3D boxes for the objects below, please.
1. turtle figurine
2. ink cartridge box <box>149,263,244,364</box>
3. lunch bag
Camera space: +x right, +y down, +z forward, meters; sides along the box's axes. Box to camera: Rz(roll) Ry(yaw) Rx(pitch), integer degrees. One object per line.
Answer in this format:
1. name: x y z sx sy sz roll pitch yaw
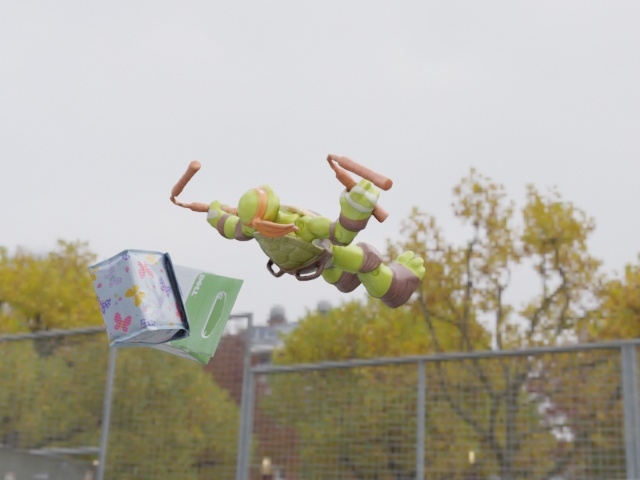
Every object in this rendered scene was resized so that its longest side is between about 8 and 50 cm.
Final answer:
1. turtle figurine: 0.000 0.000 0.964 0.269 0.087 0.217 -5 -25 42
2. ink cartridge box: -0.178 0.094 1.373 0.209 0.109 0.062 9 -21 39
3. lunch bag: -0.137 0.046 0.836 0.053 0.071 0.083 -23 -14 20
